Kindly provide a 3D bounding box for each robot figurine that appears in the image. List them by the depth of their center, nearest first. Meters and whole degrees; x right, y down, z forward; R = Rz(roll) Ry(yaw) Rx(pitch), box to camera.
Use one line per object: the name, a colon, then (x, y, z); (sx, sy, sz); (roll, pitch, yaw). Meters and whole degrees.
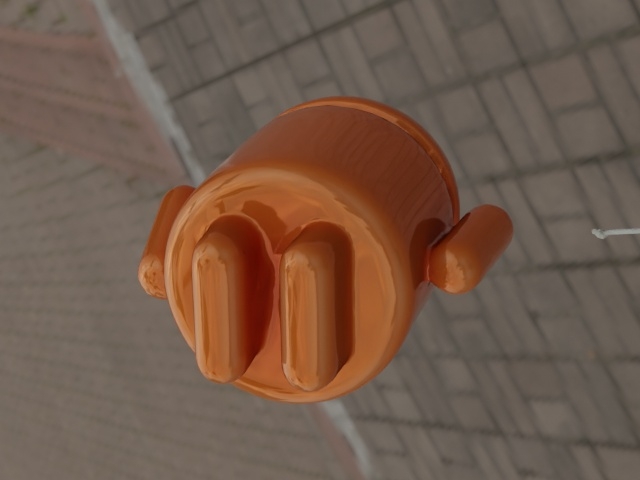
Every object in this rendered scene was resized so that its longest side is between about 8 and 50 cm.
robot figurine: (-0.002, -0.001, 0.863); (0.158, 0.219, 0.128); (-35, 96, 25)

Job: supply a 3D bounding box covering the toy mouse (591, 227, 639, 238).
toy mouse: (0.204, -0.018, 0.700); (0.161, 0.031, 0.143); (31, 141, 17)
